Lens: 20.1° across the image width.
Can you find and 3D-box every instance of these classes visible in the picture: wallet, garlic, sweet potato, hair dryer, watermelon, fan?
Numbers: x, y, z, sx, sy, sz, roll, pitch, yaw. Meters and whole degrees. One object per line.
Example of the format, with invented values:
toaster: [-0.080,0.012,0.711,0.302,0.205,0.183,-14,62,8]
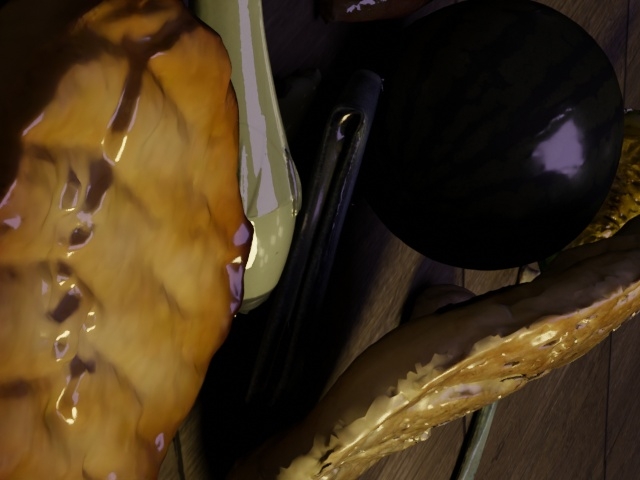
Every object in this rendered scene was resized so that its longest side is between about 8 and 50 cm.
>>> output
wallet: [-0.002,-0.001,1.229,0.167,0.036,0.222,-66,171,-74]
garlic: [0.114,0.077,1.625,0.084,0.066,0.152,-53,161,20]
sweet potato: [0.074,-0.204,1.355,0.255,0.058,0.078,-30,147,-64]
hair dryer: [-0.040,-0.099,1.119,0.219,0.088,0.225,84,19,-48]
watermelon: [0.124,-0.078,1.349,0.212,0.212,0.212,-47,145,-50]
fan: [0.179,0.161,1.880,0.282,0.023,0.057,-70,156,-11]
watermelon: [0.292,-0.044,1.877,0.301,0.129,0.123,-48,143,-40]

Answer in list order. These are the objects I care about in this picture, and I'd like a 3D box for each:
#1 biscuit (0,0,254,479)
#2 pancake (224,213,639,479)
biscuit: [-0.132,0.010,0.928,0.296,0.102,0.296,11,90,-70]
pancake: [0.092,0.090,1.279,0.387,0.082,0.387,-32,175,-3]
